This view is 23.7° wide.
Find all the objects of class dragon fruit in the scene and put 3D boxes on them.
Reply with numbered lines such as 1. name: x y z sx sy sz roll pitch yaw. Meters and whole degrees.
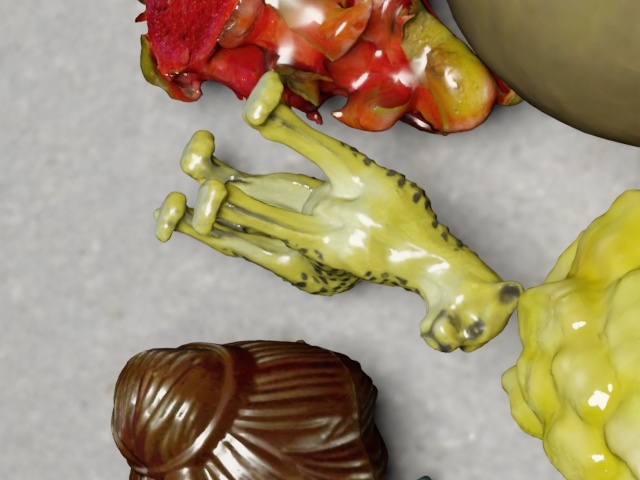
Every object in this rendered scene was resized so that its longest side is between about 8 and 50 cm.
1. dragon fruit: 0.001 -0.109 0.695 0.208 0.150 0.133 27 126 9

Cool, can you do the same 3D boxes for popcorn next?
1. popcorn: 0.202 0.088 0.577 0.286 0.225 0.173 43 104 14

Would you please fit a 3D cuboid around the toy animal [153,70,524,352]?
1. toy animal: 0.000 0.000 0.689 0.136 0.181 0.073 28 76 -14

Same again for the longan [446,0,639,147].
1. longan: 0.163 -0.147 0.589 0.248 0.248 0.248 0 89 17

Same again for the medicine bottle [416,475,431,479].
1. medicine bottle: 0.098 0.201 0.694 0.090 0.054 0.208 -43 75 12

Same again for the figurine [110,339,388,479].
1. figurine: -0.026 0.201 0.680 0.168 0.187 0.315 7 88 -15
